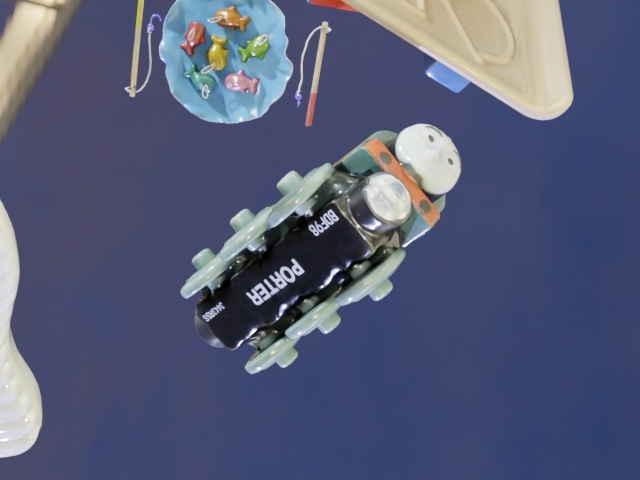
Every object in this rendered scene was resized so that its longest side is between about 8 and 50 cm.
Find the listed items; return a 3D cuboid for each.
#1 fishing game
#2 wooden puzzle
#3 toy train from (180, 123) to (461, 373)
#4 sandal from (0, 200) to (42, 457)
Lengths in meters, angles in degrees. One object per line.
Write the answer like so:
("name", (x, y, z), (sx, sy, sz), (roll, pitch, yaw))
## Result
("fishing game", (-0.123, -0.241, 2.152), (0.264, 0.041, 0.189), (15, -76, 15))
("wooden puzzle", (0.096, -0.290, 1.776), (0.080, 0.348, 0.322), (-47, -151, 37))
("toy train", (0.000, 0.000, 1.598), (0.142, 0.190, 0.334), (48, -40, -3))
("sandal", (-0.297, 0.031, 1.245), (0.416, 0.169, 0.102), (95, -5, -54))
